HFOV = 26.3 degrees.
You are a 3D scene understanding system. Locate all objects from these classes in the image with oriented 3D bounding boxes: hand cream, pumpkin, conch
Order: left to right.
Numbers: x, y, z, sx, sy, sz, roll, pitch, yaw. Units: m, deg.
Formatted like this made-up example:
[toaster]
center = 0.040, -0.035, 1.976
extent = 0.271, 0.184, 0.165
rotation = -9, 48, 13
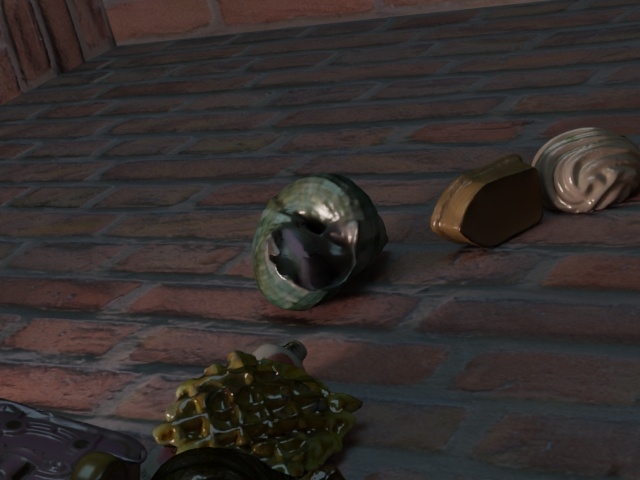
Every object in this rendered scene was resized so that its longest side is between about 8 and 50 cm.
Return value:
[hand cream]
center = -0.119, 0.230, 1.723
extent = 0.124, 0.077, 0.341
rotation = 2, 31, 36
[pumpkin]
center = -0.080, 0.288, 1.452
extent = 0.248, 0.126, 0.131
rotation = -14, 23, 2
[conch]
center = 0.000, 0.000, 2.097
extent = 0.277, 0.195, 0.220
rotation = -4, 28, -46

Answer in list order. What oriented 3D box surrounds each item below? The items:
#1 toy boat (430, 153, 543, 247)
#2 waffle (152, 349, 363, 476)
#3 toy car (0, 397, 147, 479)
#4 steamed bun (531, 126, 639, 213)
[toy boat]
center = 0.257, -0.051, 2.105
extent = 0.188, 0.116, 0.061
rotation = -25, 29, -27
[waffle]
center = -0.080, 0.216, 1.646
extent = 0.223, 0.054, 0.204
rotation = 20, 45, 24
[toy car]
center = -0.347, 0.327, 1.391
extent = 0.242, 0.226, 0.336
rotation = 13, 23, 15
[steamed bun]
center = 0.422, -0.118, 2.175
extent = 0.183, 0.106, 0.183
rotation = -15, 20, 5
